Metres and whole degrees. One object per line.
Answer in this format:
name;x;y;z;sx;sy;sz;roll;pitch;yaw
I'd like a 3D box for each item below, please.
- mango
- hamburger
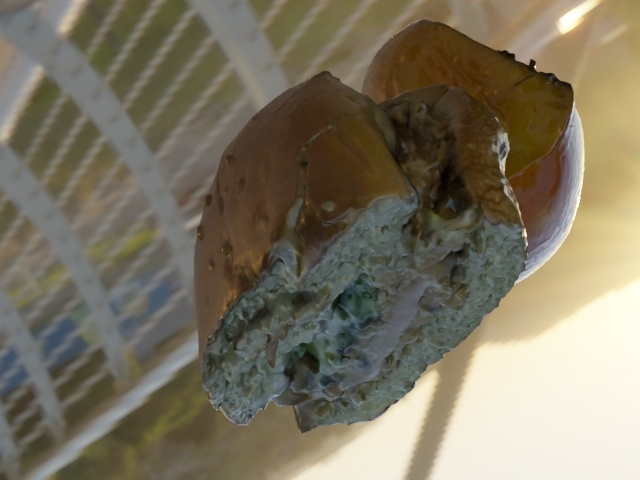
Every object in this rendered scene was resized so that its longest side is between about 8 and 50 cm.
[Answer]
mango;0.105;-0.045;1.276;0.138;0.187;0.257;-40;158;-11
hamburger;0.000;0.000;0.993;0.144;0.156;0.283;-1;151;-27
